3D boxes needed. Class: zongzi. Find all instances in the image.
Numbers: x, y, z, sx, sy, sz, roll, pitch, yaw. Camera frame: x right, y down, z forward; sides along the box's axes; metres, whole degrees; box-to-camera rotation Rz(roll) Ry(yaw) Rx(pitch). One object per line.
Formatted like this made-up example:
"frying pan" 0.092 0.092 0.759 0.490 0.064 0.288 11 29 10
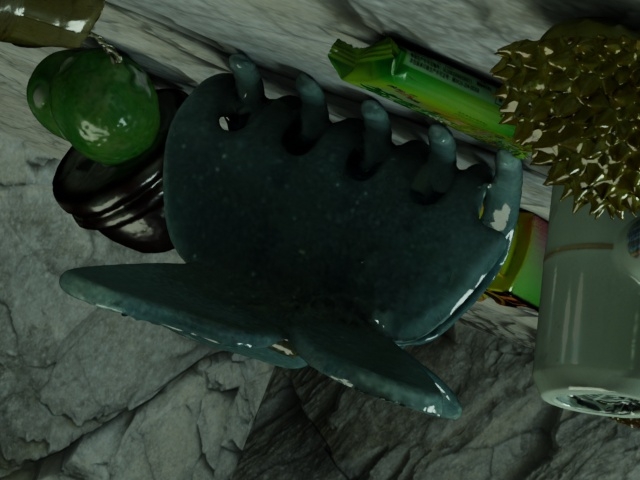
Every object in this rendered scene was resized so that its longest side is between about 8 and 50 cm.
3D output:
"zongzi" -0.256 -0.213 1.510 0.189 0.081 0.178 7 -153 -36

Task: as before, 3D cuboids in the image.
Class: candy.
"candy" 0.097 -0.096 1.340 0.178 0.032 0.102 23 175 -26

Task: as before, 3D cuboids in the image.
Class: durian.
"durian" 0.168 -0.057 1.057 0.146 0.102 0.208 12 175 31

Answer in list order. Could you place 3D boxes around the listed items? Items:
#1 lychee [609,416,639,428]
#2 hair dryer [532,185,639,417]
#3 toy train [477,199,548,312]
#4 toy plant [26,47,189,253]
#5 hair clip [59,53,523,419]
"lychee" 0.373 0.133 2.138 0.171 0.171 0.171 21 176 2
"hair dryer" 0.238 0.004 1.235 0.107 0.173 0.357 10 165 -12
"toy train" 0.108 -0.016 1.885 0.160 0.100 0.296 7 166 45
"toy plant" -0.205 -0.103 1.955 0.235 0.175 0.218 53 166 -28
"hair clip" 0.000 0.000 1.644 0.318 0.238 0.392 20 176 12
